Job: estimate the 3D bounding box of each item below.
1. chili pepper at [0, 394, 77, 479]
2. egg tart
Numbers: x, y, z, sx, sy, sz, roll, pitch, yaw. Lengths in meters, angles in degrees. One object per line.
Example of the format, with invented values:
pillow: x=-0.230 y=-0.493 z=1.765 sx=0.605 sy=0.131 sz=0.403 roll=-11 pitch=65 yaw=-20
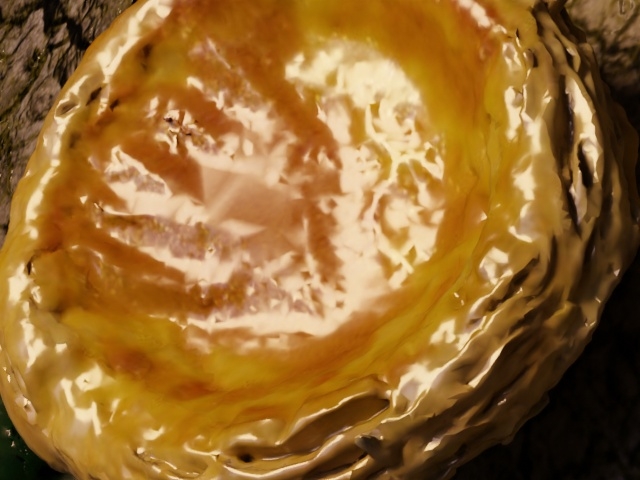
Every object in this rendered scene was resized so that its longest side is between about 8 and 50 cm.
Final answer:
chili pepper: x=-0.176 y=0.139 z=1.030 sx=0.248 sy=0.233 sz=0.256 roll=-39 pitch=9 yaw=50
egg tart: x=0.000 y=0.000 z=0.889 sx=0.388 sy=0.169 sz=0.388 roll=-11 pitch=59 yaw=19
